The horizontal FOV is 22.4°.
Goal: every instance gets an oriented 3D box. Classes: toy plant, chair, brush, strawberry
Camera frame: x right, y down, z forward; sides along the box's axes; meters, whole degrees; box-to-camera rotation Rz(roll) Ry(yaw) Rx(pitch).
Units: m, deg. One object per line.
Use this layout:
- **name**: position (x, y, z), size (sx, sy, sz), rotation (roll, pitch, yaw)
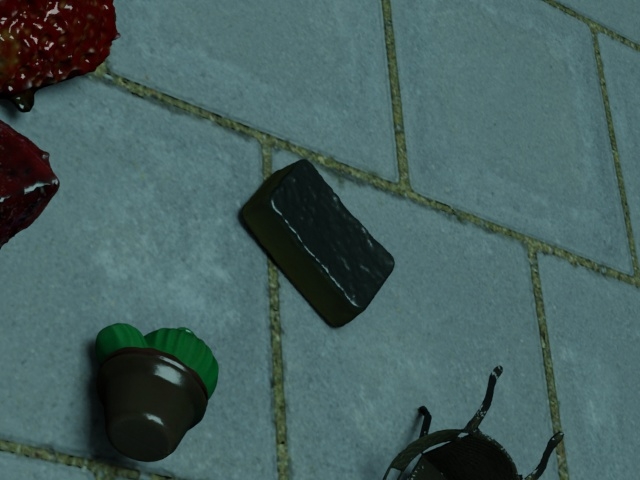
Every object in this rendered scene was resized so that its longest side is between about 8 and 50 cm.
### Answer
- **toy plant**: position (-0.179, 0.146, 1.715), size (0.143, 0.105, 0.200), rotation (27, 30, -13)
- **chair**: position (0.169, 0.282, 1.945), size (0.174, 0.149, 0.213), rotation (48, 45, -14)
- **brush**: position (0.000, 0.000, 2.009), size (0.197, 0.059, 0.123), rotation (49, 40, -10)
- **strawberry**: position (-0.342, -0.260, 1.774), size (0.233, 0.137, 0.306), rotation (50, 39, -11)

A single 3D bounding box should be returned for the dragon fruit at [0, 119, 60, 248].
- **dragon fruit**: position (-0.438, -0.039, 1.546), size (0.317, 0.152, 0.205), rotation (-19, 62, -35)
